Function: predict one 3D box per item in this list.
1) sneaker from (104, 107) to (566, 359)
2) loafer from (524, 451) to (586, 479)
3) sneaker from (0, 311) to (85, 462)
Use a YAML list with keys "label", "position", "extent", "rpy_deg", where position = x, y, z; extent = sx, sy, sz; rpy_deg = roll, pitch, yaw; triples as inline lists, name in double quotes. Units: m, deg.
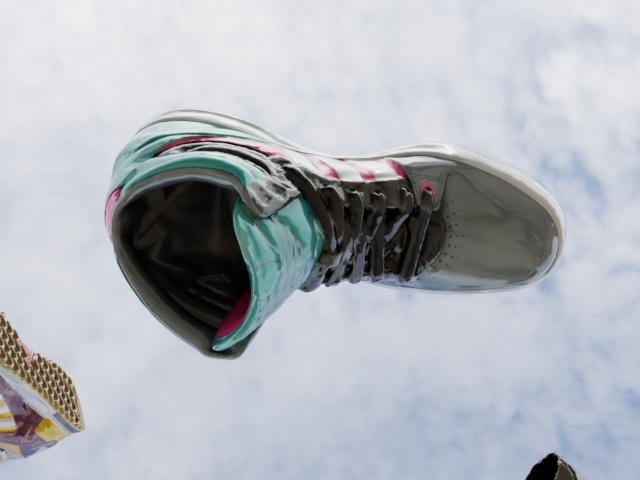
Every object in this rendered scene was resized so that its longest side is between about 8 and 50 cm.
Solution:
- label: "sneaker"
  position: [0.000, 0.000, 0.680]
  extent: [0.296, 0.178, 0.123]
  rpy_deg: [10, -63, 7]
- label: "loafer"
  position: [0.144, 0.253, 0.925]
  extent: [0.220, 0.080, 0.078]
  rpy_deg: [-37, -74, -35]
- label: "sneaker"
  position: [-0.239, 0.095, 0.772]
  extent: [0.084, 0.185, 0.069]
  rpy_deg: [-29, -138, 2]
